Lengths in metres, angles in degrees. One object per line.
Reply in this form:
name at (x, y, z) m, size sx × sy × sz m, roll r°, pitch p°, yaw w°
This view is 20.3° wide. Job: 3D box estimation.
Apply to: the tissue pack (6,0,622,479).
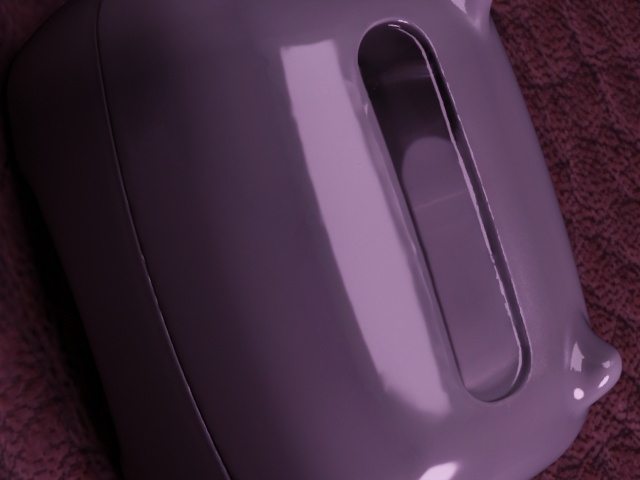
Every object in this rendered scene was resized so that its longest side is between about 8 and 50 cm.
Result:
tissue pack at (0.000, 0.000, 0.930) m, size 0.229 × 0.236 × 0.333 m, roll -22°, pitch 95°, yaw -42°
